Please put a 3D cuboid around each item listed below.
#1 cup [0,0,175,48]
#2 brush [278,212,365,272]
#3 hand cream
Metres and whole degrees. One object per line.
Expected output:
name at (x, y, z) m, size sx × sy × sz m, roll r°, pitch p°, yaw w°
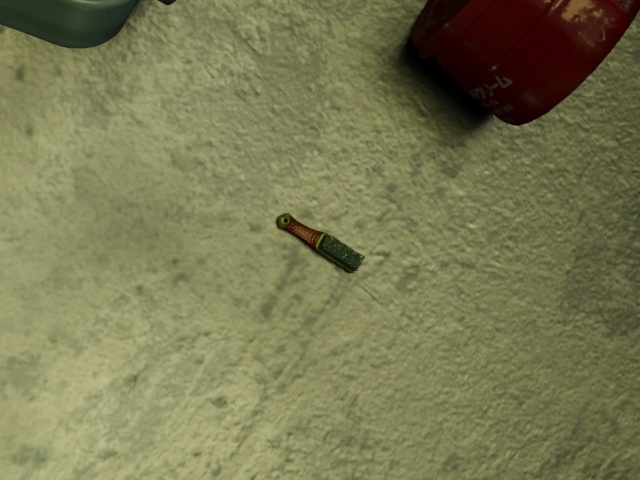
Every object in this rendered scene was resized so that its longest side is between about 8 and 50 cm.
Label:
cup at (-0.233, -0.319, 1.175) m, size 0.311 × 0.257 × 0.331 m, roll 17°, pitch 87°, yaw -16°
brush at (0.000, 0.000, 1.334) m, size 0.083 × 0.021 × 0.018 m, roll 32°, pitch 76°, yaw -13°
hand cream at (0.182, -0.206, 1.340) m, size 0.125 × 0.193 × 0.193 m, roll 38°, pitch 72°, yaw -10°
